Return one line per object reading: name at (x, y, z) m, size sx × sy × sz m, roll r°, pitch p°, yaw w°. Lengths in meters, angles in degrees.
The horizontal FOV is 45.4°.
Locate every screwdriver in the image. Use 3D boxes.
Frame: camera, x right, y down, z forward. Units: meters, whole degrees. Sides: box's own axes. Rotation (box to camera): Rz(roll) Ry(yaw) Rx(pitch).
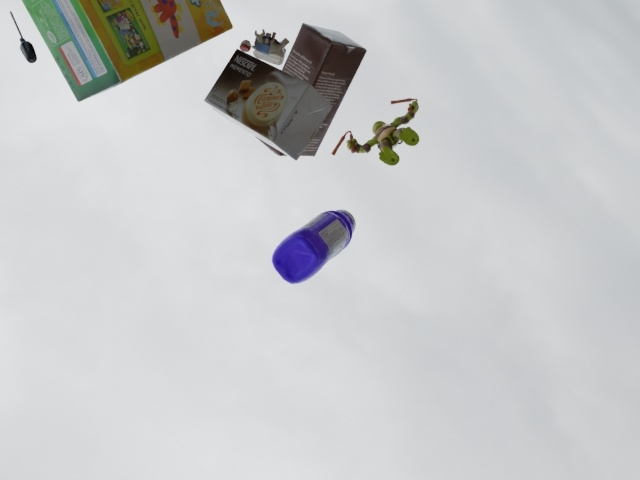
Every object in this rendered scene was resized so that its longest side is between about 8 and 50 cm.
screwdriver at (-0.565, -0.384, 1.436) m, size 0.170 × 0.025 × 0.024 m, roll 51°, pitch -170°, yaw 35°

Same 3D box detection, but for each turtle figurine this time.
turtle figurine at (0.164, -0.261, 1.977) m, size 0.087 × 0.269 × 0.217 m, roll 58°, pitch -177°, yaw -26°

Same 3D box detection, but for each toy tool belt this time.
toy tool belt at (-0.099, -0.350, 1.359) m, size 0.083 × 0.052 × 0.051 m, roll 18°, pitch -108°, yaw -13°

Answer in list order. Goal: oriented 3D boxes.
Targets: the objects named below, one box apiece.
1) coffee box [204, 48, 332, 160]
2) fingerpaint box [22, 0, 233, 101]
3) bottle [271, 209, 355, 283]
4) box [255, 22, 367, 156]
coffee box at (-0.114, -0.290, 1.618) m, size 0.246 × 0.141 × 0.098 m, roll 35°, pitch -179°, yaw 38°
fingerpaint box at (-0.430, -0.561, 1.546) m, size 0.371 × 0.163 × 0.445 m, roll -45°, pitch -64°, yaw -45°
bottle at (0.000, 0.000, 1.584) m, size 0.092 × 0.118 × 0.283 m, roll 50°, pitch -155°, yaw 1°
box at (-0.036, -0.449, 2.327) m, size 0.143 × 0.381 × 0.191 m, roll 42°, pitch -154°, yaw 26°
